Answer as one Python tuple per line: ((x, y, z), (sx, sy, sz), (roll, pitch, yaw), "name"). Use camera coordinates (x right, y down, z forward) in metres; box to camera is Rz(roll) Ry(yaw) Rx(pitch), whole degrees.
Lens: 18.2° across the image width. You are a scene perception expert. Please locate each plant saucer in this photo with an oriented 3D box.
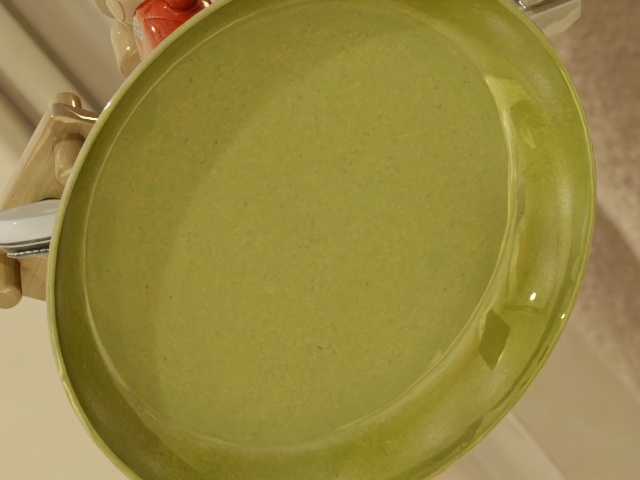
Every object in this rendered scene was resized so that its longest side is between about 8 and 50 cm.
((0.000, 0.000, 0.802), (0.241, 0.241, 0.037), (-43, 32, -6), "plant saucer")

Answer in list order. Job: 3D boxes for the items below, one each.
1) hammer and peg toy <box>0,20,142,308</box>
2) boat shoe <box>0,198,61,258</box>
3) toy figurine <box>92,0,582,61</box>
((-0.190, -0.054, 2.118), (0.361, 0.266, 0.127), (-55, 32, 33), "hammer and peg toy")
((-0.129, 0.014, 1.262), (0.065, 0.083, 0.183), (3, 7, 44), "boat shoe")
((0.009, -0.141, 1.049), (0.209, 0.213, 0.148), (-49, 51, 24), "toy figurine")
